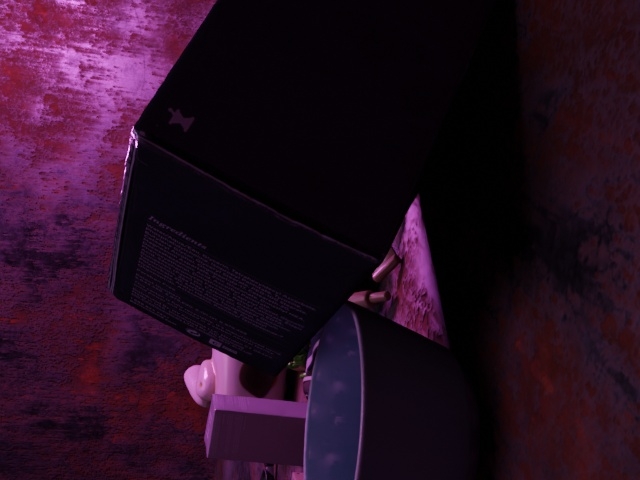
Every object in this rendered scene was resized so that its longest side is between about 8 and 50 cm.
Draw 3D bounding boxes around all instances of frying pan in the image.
[{"bbox_3d":[-0.155,0.687,2.341,0.197,0.053,0.326,109,166,-49],"label":"frying pan"}]

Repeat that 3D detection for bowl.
[{"bbox_3d":[0.087,0.234,1.014,0.311,0.163,0.311,-174,90,-80],"label":"bowl"}]

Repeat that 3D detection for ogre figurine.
[{"bbox_3d":[-0.019,0.232,1.781,0.197,0.097,0.118,38,-124,-49],"label":"ogre figurine"}]

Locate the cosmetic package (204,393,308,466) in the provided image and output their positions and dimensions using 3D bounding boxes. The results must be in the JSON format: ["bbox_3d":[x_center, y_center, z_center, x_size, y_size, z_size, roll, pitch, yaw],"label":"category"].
[{"bbox_3d":[-0.139,0.437,1.910,0.107,0.238,0.127,-132,53,-73],"label":"cosmetic package"}]

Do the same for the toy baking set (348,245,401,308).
[{"bbox_3d":[0.045,0.030,1.449,0.256,0.030,0.196,-20,66,44],"label":"toy baking set"}]

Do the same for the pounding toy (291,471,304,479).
[{"bbox_3d":[-0.035,0.550,1.642,0.130,0.100,0.141,-157,74,-80],"label":"pounding toy"}]

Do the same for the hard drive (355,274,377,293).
[{"bbox_3d":[0.038,-0.055,1.574,0.237,0.064,0.339,-2,80,61],"label":"hard drive"}]

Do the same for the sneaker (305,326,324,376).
[{"bbox_3d":[0.025,0.162,1.618,0.226,0.086,0.163,126,154,-57],"label":"sneaker"}]

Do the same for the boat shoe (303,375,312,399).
[{"bbox_3d":[0.012,0.298,1.603,0.228,0.081,0.068,130,149,-67],"label":"boat shoe"}]

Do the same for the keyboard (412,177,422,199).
[{"bbox_3d":[0.132,-0.090,1.382,0.100,0.038,0.192,66,155,23],"label":"keyboard"}]

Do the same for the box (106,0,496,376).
[{"bbox_3d":[-0.036,-0.137,1.111,0.480,0.297,0.472,-65,3,-28],"label":"box"}]

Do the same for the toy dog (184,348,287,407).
[{"bbox_3d":[-0.197,0.284,2.219,0.395,0.285,0.408,-104,25,-62],"label":"toy dog"}]
